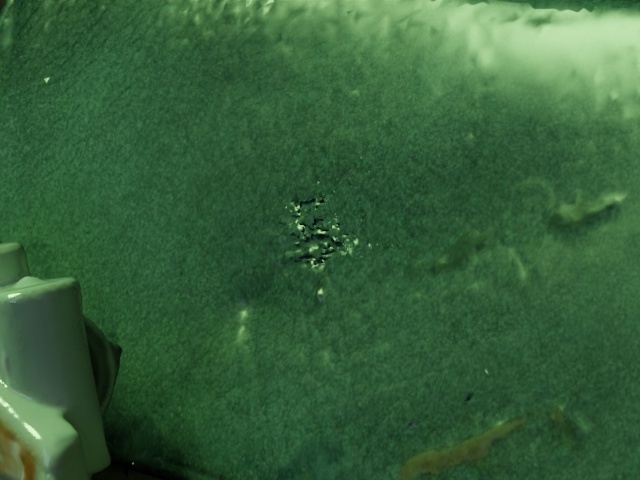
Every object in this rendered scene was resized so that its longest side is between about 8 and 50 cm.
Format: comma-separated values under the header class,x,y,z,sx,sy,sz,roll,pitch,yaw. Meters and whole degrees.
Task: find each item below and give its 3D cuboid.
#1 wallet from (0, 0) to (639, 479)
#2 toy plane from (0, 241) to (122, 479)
class,x,y,z,sx,sy,sz,roll,pitch,yaw
wallet,0.000,0.000,0.651,0.379,0.046,0.190,12,80,43
toy plane,-0.150,0.076,0.657,0.245,0.117,0.244,14,110,45
